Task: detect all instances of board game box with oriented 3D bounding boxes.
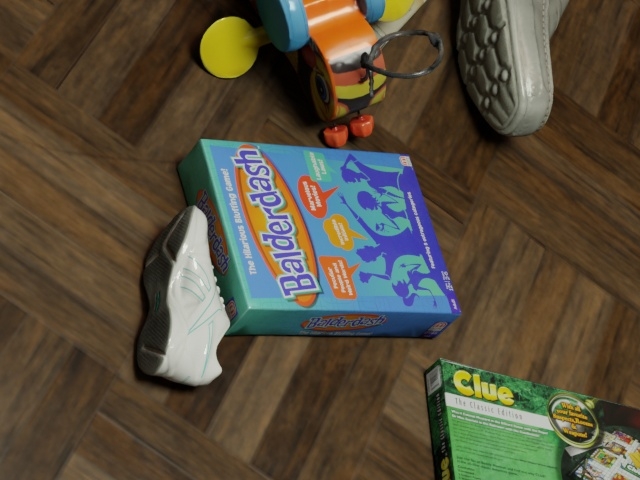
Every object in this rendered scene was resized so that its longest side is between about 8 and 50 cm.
[{"bbox_3d":[0.207,0.187,1.616,0.259,0.030,0.136,16,53,-26],"label":"board game box"},{"bbox_3d":[0.000,0.000,1.590,0.210,0.047,0.160,2,58,-34],"label":"board game box"}]

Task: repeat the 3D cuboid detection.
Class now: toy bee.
[{"bbox_3d":[-0.005,-0.165,1.662,0.195,0.162,0.298,-5,43,-3],"label":"toy bee"}]

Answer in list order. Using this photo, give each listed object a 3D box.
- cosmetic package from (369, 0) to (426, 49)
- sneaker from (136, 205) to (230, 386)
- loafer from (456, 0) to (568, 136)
[{"bbox_3d":[0.055,-0.217,1.792,0.060,0.041,0.115,42,44,-3],"label":"cosmetic package"},{"bbox_3d":[-0.101,0.045,1.488,0.061,0.053,0.152,26,53,-30],"label":"sneaker"},{"bbox_3d":[0.188,-0.229,1.848,0.111,0.112,0.319,10,53,-20],"label":"loafer"}]
